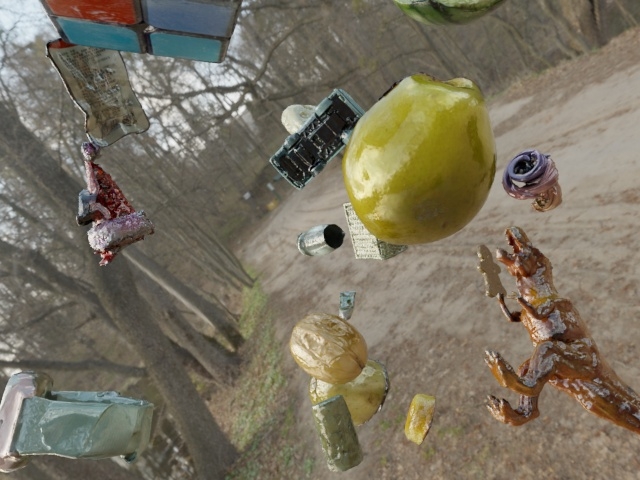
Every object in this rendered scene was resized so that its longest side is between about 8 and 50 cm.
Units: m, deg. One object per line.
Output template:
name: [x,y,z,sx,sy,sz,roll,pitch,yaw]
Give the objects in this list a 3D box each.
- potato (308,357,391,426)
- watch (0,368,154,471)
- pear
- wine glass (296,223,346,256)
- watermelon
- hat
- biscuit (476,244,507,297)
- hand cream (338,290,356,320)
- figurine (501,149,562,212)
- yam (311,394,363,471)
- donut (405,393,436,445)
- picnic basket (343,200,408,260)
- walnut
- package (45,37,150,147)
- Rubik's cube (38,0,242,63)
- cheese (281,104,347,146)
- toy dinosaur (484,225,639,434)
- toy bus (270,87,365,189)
potato: [0.071,0.484,1.541,0.242,0.242,0.285,-45,4,-35]
watch: [-0.424,0.318,0.829,0.253,0.241,0.162,153,125,-63]
pear: [0.221,-0.129,0.983,0.192,0.339,0.387,-95,9,-46]
wine glass: [0.000,0.000,1.699,0.111,0.111,0.204,-44,13,-29]
watermelon: [0.306,-0.586,1.002,0.330,0.189,0.331,-16,56,24]
hat: [-0.421,-0.079,0.910,0.128,0.228,0.140,-10,14,33]
biscuit: [0.621,0.114,1.726,0.138,0.205,0.031,6,-25,-39]
hand cream: [0.086,0.210,1.537,0.057,0.037,0.165,-3,26,8]
figurine: [0.499,-0.124,1.066,0.126,0.157,0.114,-52,12,-13]
yam: [0.042,0.518,1.282,0.107,0.194,0.107,-18,2,1]
donut: [0.294,0.525,1.391,0.152,0.058,0.152,17,-90,-81]
picnic basket: [0.186,-0.048,1.508,0.134,0.197,0.154,-21,11,-38]
walnut: [0.019,0.263,1.153,0.159,0.206,0.159,-41,-38,-42]
package: [-0.465,-0.321,1.000,0.040,0.232,0.166,2,34,33]
Rubik's cube: [-0.291,-0.507,0.777,0.318,0.314,0.316,2,3,-17]
cheese: [0.016,-0.372,1.510,0.262,0.159,0.093,-5,-44,-31]
toy dinosaur: [0.336,0.189,0.650,0.208,0.432,0.097,-27,-17,-8]
toy bus: [0.002,-0.285,1.302,0.271,0.133,0.165,-42,10,23]
